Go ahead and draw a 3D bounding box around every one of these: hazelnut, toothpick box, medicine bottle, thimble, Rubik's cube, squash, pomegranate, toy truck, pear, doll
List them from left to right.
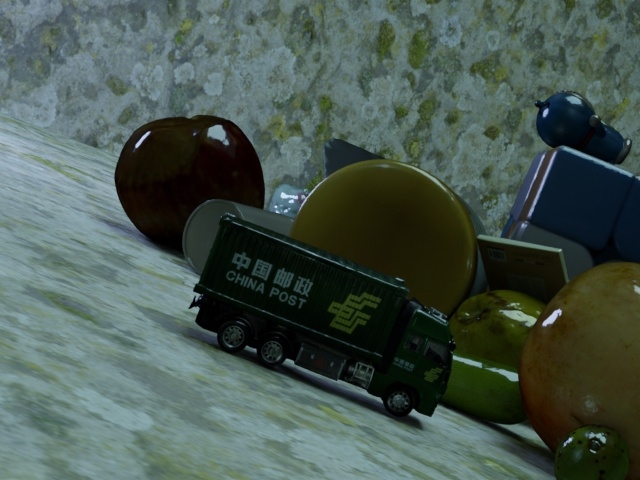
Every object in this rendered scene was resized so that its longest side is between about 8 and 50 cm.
[{"bbox_3d":[-0.195,-0.075,1.939,0.218,0.218,0.234,20,-2,-38],"label":"hazelnut"},{"bbox_3d":[-0.093,0.009,1.826,0.111,0.111,0.180,24,5,32],"label":"toothpick box"},{"bbox_3d":[0.000,0.000,2.299,0.211,0.149,0.185,18,3,-44],"label":"thimble"},{"bbox_3d":[0.006,0.076,1.283,0.259,0.121,0.088,22,4,-2],"label":"toy truck"},{"bbox_3d":[0.097,0.022,1.758,0.237,0.238,0.232,23,2,14],"label":"medicine bottle"},{"bbox_3d":[0.149,0.156,1.492,0.201,0.066,0.066,16,1,15],"label":"squash"},{"bbox_3d":[0.232,0.133,1.624,0.162,0.149,0.149,37,-3,-22],"label":"pear"},{"bbox_3d":[0.374,-0.161,1.927,0.152,0.086,0.114,31,-20,-5],"label":"doll"},{"bbox_3d":[0.257,0.207,1.254,0.073,0.073,0.084,23,3,18],"label":"pomegranate"},{"bbox_3d":[0.412,0.086,1.905,0.346,0.347,0.344,22,4,3],"label":"Rubik's cube"},{"bbox_3d":[0.345,0.153,1.369,0.270,0.229,0.252,32,3,33],"label":"pomegranate"}]

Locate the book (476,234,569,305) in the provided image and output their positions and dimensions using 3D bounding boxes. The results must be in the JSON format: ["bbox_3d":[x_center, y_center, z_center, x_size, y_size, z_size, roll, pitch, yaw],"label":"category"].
[{"bbox_3d":[0.263,0.070,1.667,0.118,0.012,0.172,12,-46,37],"label":"book"}]

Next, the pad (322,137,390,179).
[{"bbox_3d":[0.070,0.003,2.169,0.314,0.063,0.375,22,44,-26],"label":"pad"}]
